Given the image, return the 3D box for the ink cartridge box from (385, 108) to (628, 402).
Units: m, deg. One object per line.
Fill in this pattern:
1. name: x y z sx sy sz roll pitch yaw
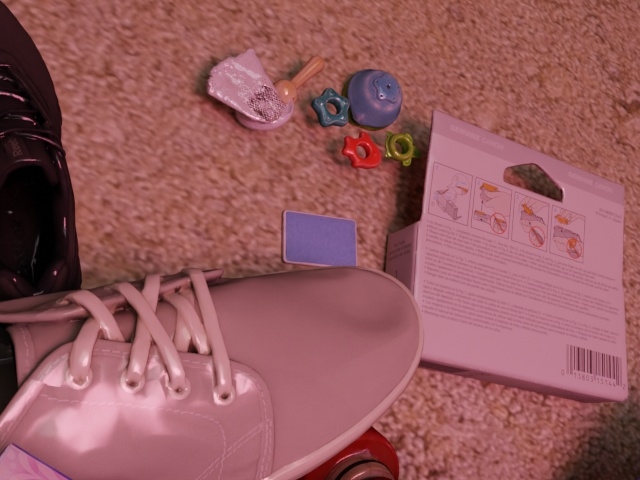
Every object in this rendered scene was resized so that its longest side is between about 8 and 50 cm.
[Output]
1. ink cartridge box: 0.214 0.027 0.765 0.296 0.066 0.261 16 70 -24

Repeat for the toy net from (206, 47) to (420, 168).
1. toy net: -0.008 -0.129 0.705 0.232 0.045 0.122 -1 79 -26

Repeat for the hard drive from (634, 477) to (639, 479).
1. hard drive: 0.374 0.310 0.661 0.210 0.318 0.040 51 18 -7

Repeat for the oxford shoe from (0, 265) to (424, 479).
1. oxford shoe: -0.115 0.086 0.445 0.448 0.130 0.169 -9 46 -25

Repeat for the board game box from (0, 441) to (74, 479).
1. board game box: -0.128 0.304 0.389 0.318 0.318 0.066 39 22 -14

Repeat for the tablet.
1. tablet: 0.000 0.000 0.694 0.083 0.006 0.054 7 73 -27

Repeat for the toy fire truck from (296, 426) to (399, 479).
1. toy fire truck: -0.014 0.295 0.540 0.302 0.169 0.254 5 100 -27

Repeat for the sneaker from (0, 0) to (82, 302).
1. sneaker: -0.235 -0.073 0.521 0.109 0.130 0.287 -16 83 -28
